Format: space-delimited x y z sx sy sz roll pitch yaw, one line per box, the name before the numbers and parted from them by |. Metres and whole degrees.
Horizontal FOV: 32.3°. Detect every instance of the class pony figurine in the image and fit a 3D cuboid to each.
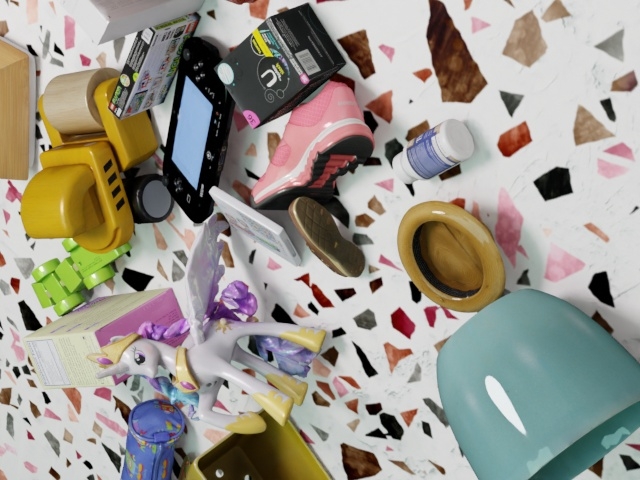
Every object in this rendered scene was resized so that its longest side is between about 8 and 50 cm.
pony figurine | -0.186 0.174 1.956 0.363 0.351 0.303 18 130 8

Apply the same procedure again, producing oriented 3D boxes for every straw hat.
straw hat | -0.266 0.530 2.351 0.061 0.144 0.144 12 131 -15

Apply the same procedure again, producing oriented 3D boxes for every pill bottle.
pill bottle | 0.166 -0.130 1.660 0.120 0.067 0.067 -28 93 44

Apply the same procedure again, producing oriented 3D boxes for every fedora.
fedora | 0.210 0.015 1.692 0.194 0.079 0.194 19 128 26

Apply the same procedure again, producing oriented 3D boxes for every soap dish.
soap dish | -0.690 -0.281 2.244 0.229 0.118 0.291 29 129 24

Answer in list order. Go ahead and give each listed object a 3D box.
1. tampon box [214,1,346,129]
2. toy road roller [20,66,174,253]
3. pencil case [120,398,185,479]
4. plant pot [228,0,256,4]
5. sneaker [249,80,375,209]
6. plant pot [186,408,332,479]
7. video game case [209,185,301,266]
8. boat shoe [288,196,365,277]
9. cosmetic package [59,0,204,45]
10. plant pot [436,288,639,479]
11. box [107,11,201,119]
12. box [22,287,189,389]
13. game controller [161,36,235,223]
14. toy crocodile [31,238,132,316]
tampon box | -0.065 -0.275 1.749 0.161 0.101 0.120 -34 88 44
toy road roller | -0.439 -0.134 2.030 0.202 0.240 0.330 -2 111 39
pencil case | -0.364 0.487 2.373 0.133 0.119 0.306 56 143 44
plant pot | -0.188 -0.493 1.647 0.265 0.272 0.272 27 127 15
sneaker | -0.018 -0.148 1.798 0.314 0.116 0.136 -37 58 50
plant pot | -0.138 0.471 2.140 0.212 0.212 0.187 55 147 2
video game case | -0.112 -0.023 1.920 0.157 0.019 0.143 32 166 23
boat shoe | 0.000 0.000 1.834 0.060 0.064 0.178 -9 133 46
cosmetic package | -0.294 -0.393 1.779 0.099 0.239 0.060 47 133 10
plant pot | 0.306 0.213 1.590 0.235 0.293 0.293 54 136 25
box | -0.288 -0.305 1.907 0.036 0.114 0.207 44 132 13
box | -0.428 0.197 2.211 0.243 0.213 0.117 -8 106 41
game controller | -0.212 -0.187 1.917 0.166 0.067 0.319 58 144 43
toy crocodile | -0.495 0.058 2.285 0.340 0.105 0.115 -36 87 39
